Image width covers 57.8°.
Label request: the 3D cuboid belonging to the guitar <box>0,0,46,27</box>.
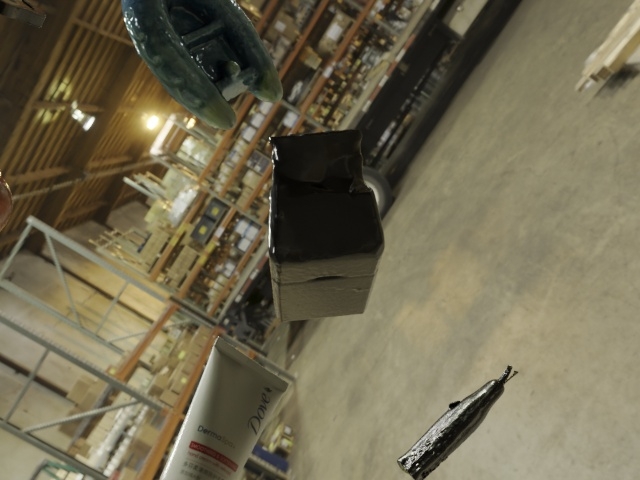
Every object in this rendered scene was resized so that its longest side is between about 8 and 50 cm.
[{"bbox_3d":[-0.659,-0.482,1.144,0.038,0.084,0.271,-56,-9,14],"label":"guitar"}]

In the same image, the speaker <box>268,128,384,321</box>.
[{"bbox_3d":[0.000,0.000,0.996,0.388,0.180,0.184,95,169,-66],"label":"speaker"}]

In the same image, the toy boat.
[{"bbox_3d":[-0.204,-0.359,1.007,0.215,0.330,0.123,-37,3,-30],"label":"toy boat"}]

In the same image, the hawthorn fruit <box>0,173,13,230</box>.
[{"bbox_3d":[-0.728,-0.088,1.069,0.284,0.284,0.284,-56,7,11],"label":"hawthorn fruit"}]

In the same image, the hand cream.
[{"bbox_3d":[-0.137,0.270,0.779,0.083,0.133,0.248,-21,38,50],"label":"hand cream"}]

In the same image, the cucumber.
[{"bbox_3d":[0.152,0.198,0.637,0.163,0.039,0.043,-41,-24,-12],"label":"cucumber"}]
